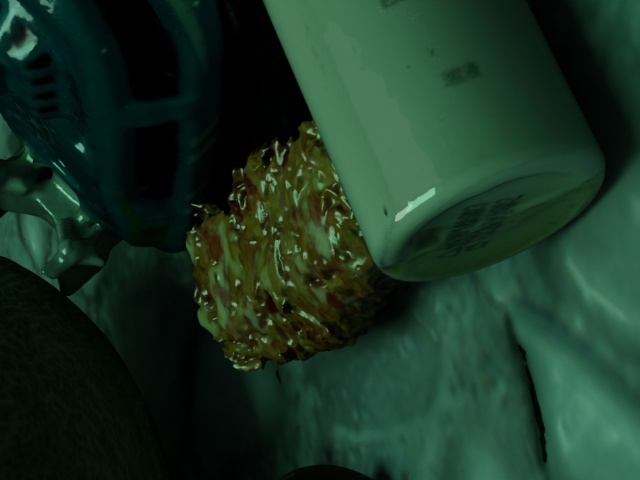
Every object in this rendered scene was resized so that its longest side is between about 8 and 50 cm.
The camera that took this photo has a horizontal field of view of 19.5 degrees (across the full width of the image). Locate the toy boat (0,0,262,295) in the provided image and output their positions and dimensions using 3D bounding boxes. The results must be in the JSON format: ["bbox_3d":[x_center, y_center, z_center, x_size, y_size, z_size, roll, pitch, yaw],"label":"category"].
[{"bbox_3d":[-0.106,-0.066,0.785,0.134,0.092,0.299,41,162,12],"label":"toy boat"}]

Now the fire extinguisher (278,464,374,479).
[{"bbox_3d":[-0.014,0.207,0.858,0.099,0.071,0.231,35,133,15],"label":"fire extinguisher"}]

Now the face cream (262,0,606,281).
[{"bbox_3d":[0.005,-0.137,0.707,0.092,0.092,0.311,-53,54,50],"label":"face cream"}]

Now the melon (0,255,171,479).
[{"bbox_3d":[-0.192,0.162,0.905,0.248,0.249,0.329,-18,80,59],"label":"melon"}]

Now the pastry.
[{"bbox_3d":[0.001,0.003,0.785,0.169,0.063,0.087,-35,71,60],"label":"pastry"}]
